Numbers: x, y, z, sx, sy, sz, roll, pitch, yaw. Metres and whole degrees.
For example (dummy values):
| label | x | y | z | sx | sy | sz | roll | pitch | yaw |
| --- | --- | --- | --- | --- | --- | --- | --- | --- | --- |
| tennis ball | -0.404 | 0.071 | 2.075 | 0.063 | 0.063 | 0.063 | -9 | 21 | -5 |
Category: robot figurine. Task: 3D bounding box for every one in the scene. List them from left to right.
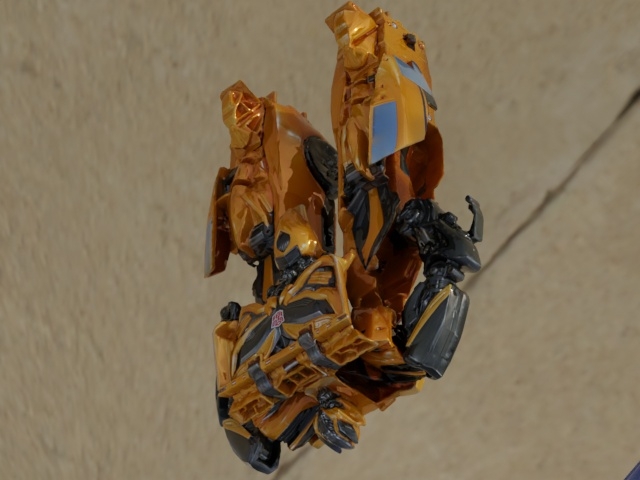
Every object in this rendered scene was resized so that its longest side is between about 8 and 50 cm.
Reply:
| label | x | y | z | sx | sy | sz | roll | pitch | yaw |
| --- | --- | --- | --- | --- | --- | --- | --- | --- | --- |
| robot figurine | 0.000 | 0.000 | 1.183 | 0.085 | 0.211 | 0.291 | 34 | 38 | -32 |

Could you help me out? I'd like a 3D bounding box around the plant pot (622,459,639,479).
| label | x | y | z | sx | sy | sz | roll | pitch | yaw |
| --- | --- | --- | --- | --- | --- | --- | --- | --- | --- |
| plant pot | 0.185 | 0.185 | 0.527 | 0.236 | 0.212 | 0.236 | -43 | 116 | -39 |
